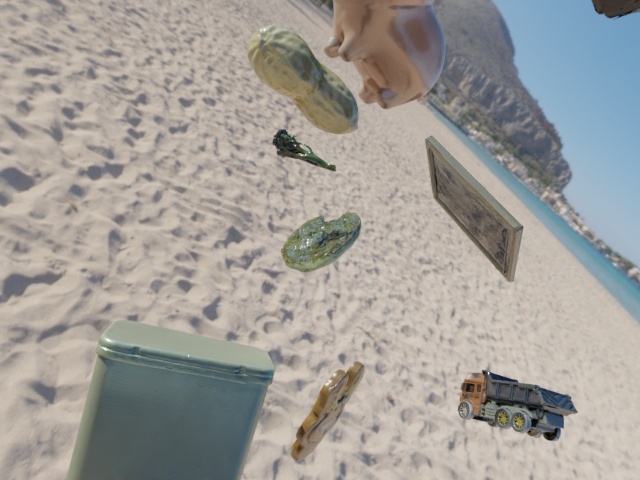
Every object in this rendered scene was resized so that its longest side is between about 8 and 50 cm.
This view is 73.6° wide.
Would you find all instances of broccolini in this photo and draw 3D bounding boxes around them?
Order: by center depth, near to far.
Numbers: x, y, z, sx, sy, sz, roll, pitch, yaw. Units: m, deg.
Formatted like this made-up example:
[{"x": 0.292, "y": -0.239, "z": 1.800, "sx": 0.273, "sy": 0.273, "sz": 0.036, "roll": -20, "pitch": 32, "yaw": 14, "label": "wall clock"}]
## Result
[{"x": -0.036, "y": -0.234, "z": 1.145, "sx": 0.201, "sy": 0.058, "sz": 0.074, "roll": 24, "pitch": -21, "yaw": 13, "label": "broccolini"}]

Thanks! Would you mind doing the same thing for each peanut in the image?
[{"x": -0.017, "y": -0.212, "z": 0.583, "sx": 0.187, "sy": 0.082, "sz": 0.082, "roll": 36, "pitch": 22, "yaw": -30, "label": "peanut"}]

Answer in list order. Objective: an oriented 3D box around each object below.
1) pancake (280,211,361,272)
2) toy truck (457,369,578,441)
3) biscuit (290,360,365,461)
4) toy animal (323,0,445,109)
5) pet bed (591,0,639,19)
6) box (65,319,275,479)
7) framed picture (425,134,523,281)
[{"x": 0.000, "y": 0.000, "z": 1.208, "sx": 0.254, "sy": 0.253, "sz": 0.037, "roll": -99, "pitch": 163, "yaw": -57, "label": "pancake"}, {"x": 0.328, "y": 0.280, "z": 0.737, "sx": 0.083, "sy": 0.192, "sz": 0.092, "roll": 20, "pitch": 71, "yaw": -19, "label": "toy truck"}, {"x": 0.016, "y": 0.441, "z": 1.085, "sx": 0.044, "sy": 0.295, "sz": 0.186, "roll": 36, "pitch": 21, "yaw": 30, "label": "biscuit"}, {"x": 0.128, "y": -0.407, "z": 0.753, "sx": 0.237, "sy": 0.269, "sz": 0.326, "roll": 38, "pitch": -5, "yaw": 45, "label": "toy animal"}, {"x": 0.380, "y": -0.383, "z": 0.470, "sx": 0.159, "sy": 0.183, "sz": 0.211, "roll": -39, "pitch": 105, "yaw": -31, "label": "pet bed"}, {"x": -0.313, "y": 0.382, "z": 0.900, "sx": 0.351, "sy": 0.344, "sz": 0.177, "roll": 16, "pitch": -4, "yaw": -15, "label": "box"}, {"x": 0.485, "y": -0.100, "z": 1.389, "sx": 0.446, "sy": 0.028, "sz": 0.326, "roll": 60, "pitch": -1, "yaw": 37, "label": "framed picture"}]
